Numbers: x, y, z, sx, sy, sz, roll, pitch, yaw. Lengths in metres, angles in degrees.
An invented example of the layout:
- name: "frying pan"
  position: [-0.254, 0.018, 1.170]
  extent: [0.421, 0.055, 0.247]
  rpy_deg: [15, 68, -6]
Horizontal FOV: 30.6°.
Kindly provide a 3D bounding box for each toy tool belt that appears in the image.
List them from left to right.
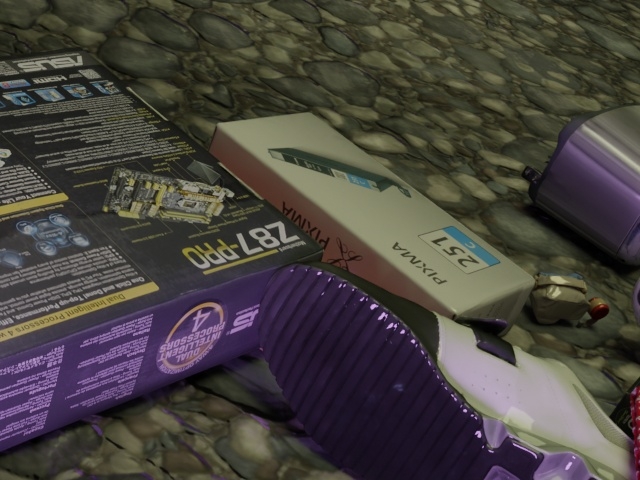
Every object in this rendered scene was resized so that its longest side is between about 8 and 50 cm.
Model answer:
- name: "toy tool belt"
  position: [0.230, 0.048, 1.108]
  extent: [0.083, 0.052, 0.051]
  rpy_deg: [6, 41, -28]

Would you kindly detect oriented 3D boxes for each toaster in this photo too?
- name: "toaster"
  position: [0.337, -0.062, 1.289]
  extent: [0.146, 0.129, 0.227]
  rpy_deg: [40, 32, 25]

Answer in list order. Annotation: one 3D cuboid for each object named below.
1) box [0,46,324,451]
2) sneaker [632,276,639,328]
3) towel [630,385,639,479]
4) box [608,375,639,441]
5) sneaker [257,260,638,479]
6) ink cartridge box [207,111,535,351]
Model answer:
- name: "box"
  position: [-0.239, -0.008, 0.818]
  extent: [0.318, 0.097, 0.395]
  rpy_deg: [37, 34, 27]
- name: "sneaker"
  position: [0.408, 0.077, 1.143]
  extent: [0.292, 0.110, 0.118]
  rpy_deg: [17, 21, -27]
- name: "towel"
  position: [0.265, 0.222, 0.744]
  extent: [0.199, 0.031, 0.275]
  rpy_deg: [54, 21, -9]
- name: "box"
  position: [0.270, 0.145, 0.960]
  extent: [0.052, 0.062, 0.083]
  rpy_deg: [35, 31, 19]
- name: "sneaker"
  position: [0.105, 0.119, 0.842]
  extent: [0.331, 0.122, 0.146]
  rpy_deg: [37, 29, 5]
- name: "ink cartridge box"
  position: [0.000, 0.000, 1.014]
  extent: [0.296, 0.066, 0.261]
  rpy_deg: [38, 32, 26]
